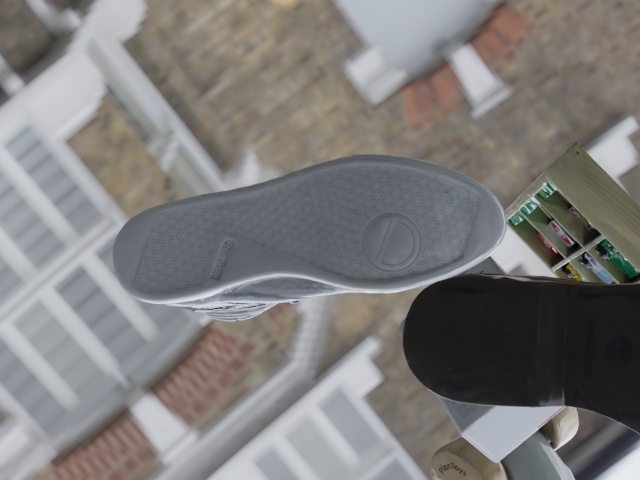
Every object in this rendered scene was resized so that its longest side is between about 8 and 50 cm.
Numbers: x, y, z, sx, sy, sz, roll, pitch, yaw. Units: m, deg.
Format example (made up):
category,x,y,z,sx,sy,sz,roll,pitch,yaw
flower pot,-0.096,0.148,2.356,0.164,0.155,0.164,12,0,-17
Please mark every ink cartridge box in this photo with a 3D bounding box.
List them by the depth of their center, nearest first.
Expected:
category,x,y,z,sx,sy,sz,roll,pitch,yaw
ink cartridge box,0.135,0.092,1.474,0.099,0.056,0.135,-40,-139,10

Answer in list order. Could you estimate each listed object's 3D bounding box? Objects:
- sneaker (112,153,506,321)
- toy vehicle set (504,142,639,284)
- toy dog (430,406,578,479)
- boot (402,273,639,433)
category,x,y,z,sx,sy,sz,roll,pitch,yaw
sneaker,0.000,0.000,1.447,0.296,0.104,0.147,-8,174,9
toy vehicle set,0.231,0.011,1.517,0.035,0.166,0.267,-44,176,-6
toy dog,0.224,0.314,1.966,0.220,0.333,0.161,-8,168,-27
boot,0.213,0.070,1.154,0.305,0.112,0.115,12,-172,21
